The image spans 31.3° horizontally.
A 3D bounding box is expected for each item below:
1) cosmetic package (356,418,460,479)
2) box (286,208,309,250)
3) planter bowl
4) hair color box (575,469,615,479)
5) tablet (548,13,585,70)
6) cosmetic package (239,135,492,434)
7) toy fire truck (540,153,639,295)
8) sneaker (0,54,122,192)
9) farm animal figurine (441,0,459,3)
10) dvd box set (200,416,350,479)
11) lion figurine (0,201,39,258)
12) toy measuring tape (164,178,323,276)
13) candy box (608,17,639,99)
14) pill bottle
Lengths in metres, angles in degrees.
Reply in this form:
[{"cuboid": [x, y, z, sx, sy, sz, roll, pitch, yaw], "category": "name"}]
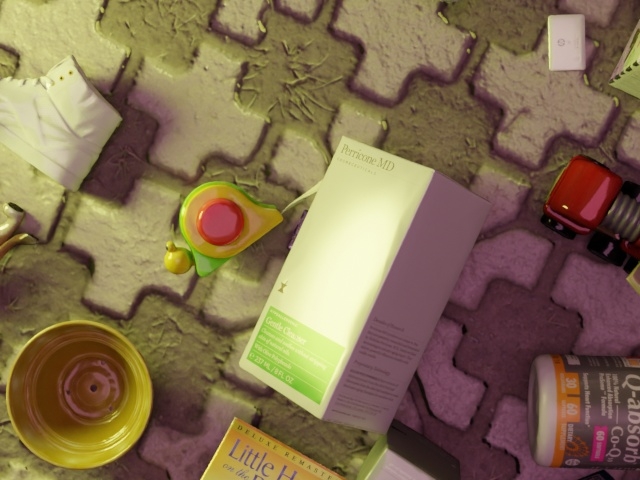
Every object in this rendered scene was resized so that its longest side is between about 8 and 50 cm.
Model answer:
[{"cuboid": [0.121, 0.339, 1.600, 0.127, 0.238, 0.107, 33, 91, 2], "category": "cosmetic package"}, {"cuboid": [0.000, 0.000, 1.720, 0.083, 0.018, 0.067, 24, 91, 3], "category": "box"}, {"cuboid": [-0.347, 0.224, 1.701, 0.217, 0.090, 0.217, 0, 90, 3], "category": "planter bowl"}, {"cuboid": [0.293, 0.482, 1.656, 0.347, 0.105, 0.174, -23, 89, 2], "category": "hair color box"}, {"cuboid": [0.368, -0.296, 1.709, 0.054, 0.006, 0.083, -1, 89, 3], "category": "tablet"}, {"cuboid": [0.062, 0.062, 1.613, 0.197, 0.155, 0.366, 24, 91, 44], "category": "cosmetic package"}, {"cuboid": [0.420, -0.013, 1.582, 0.217, 0.246, 0.159, 31, 91, 3], "category": "toy fire truck"}, {"cuboid": [-0.439, -0.223, 1.711, 0.292, 0.108, 0.169, 36, 90, -7], "category": "sneaker"}, {"cuboid": [0.237, -0.549, 1.650, 0.330, 0.172, 0.327, -28, 100, -5], "category": "farm animal figurine"}, {"cuboid": [-0.094, 0.509, 1.631, 0.307, 0.062, 0.421, 28, 72, 3], "category": "dvd box set"}, {"cuboid": [-0.637, -0.015, 1.699, 0.392, 0.142, 0.240, 32, 98, -1], "category": "lion figurine"}, {"cuboid": [-0.101, -0.068, 1.685, 0.330, 0.121, 0.121, -37, 88, -6], "category": "toy measuring tape"}, {"cuboid": [0.488, -0.293, 1.607, 0.070, 0.196, 0.165, 26, 90, 3], "category": "candy box"}, {"cuboid": [0.440, 0.244, 1.622, 0.278, 0.162, 0.162, 1, 89, 3], "category": "pill bottle"}]
